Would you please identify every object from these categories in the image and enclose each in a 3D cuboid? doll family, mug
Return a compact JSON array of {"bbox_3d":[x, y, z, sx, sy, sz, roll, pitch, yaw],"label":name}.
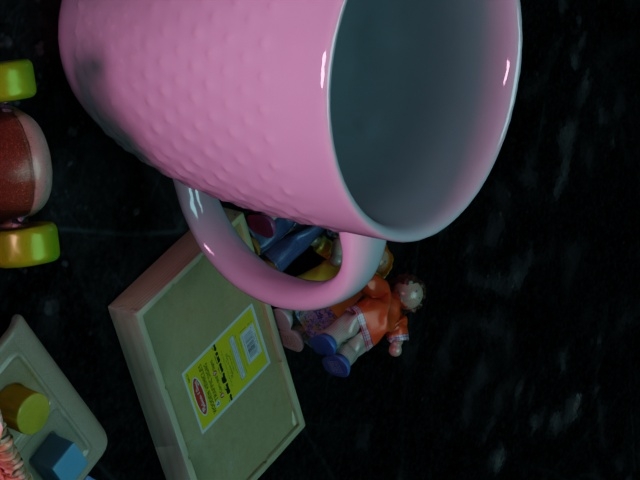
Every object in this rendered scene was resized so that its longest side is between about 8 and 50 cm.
[{"bbox_3d":[0.000,0.000,1.964,0.163,0.118,0.263,-39,112,-34],"label":"doll family"},{"bbox_3d":[-0.040,-0.117,1.664,0.276,0.328,0.374,-30,124,-46],"label":"mug"}]

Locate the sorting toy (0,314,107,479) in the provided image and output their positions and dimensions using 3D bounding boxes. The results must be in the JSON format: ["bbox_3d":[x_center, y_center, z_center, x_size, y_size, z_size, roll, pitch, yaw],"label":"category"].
[{"bbox_3d":[-0.261,0.189,1.691,0.196,0.047,0.347,-57,139,-27],"label":"sorting toy"}]

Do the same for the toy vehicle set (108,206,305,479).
[{"bbox_3d":[-0.103,0.123,1.899,0.166,0.035,0.267,-44,133,-38],"label":"toy vehicle set"}]

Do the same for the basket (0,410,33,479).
[{"bbox_3d":[-0.340,0.199,1.416,0.213,0.223,0.299,-41,132,-28],"label":"basket"}]

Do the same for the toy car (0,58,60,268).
[{"bbox_3d":[-0.310,-0.048,1.512,0.188,0.149,0.155,-11,98,-28],"label":"toy car"}]
